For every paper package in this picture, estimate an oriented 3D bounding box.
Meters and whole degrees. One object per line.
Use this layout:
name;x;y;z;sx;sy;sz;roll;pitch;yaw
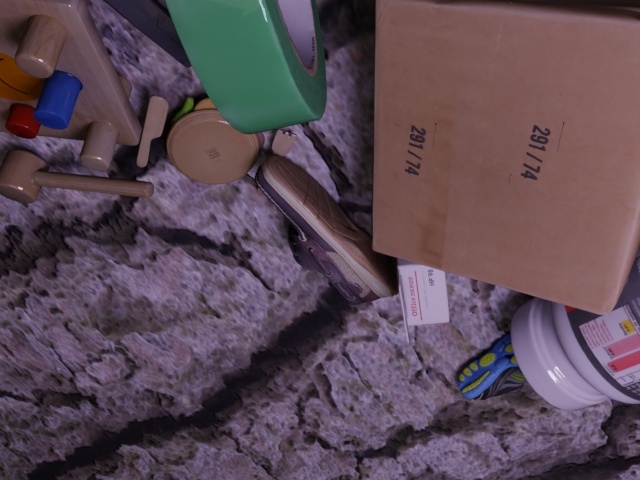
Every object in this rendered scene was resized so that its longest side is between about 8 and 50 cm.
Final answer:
paper package;0.218;-0.122;0.746;0.310;0.168;0.324;16;130;27

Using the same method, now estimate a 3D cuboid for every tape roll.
tape roll;-0.069;-0.263;0.632;0.077;0.321;0.321;-11;123;10

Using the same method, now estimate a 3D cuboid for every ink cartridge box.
ink cartridge box;0.138;0.042;0.918;0.060;0.180;0.104;-7;125;9

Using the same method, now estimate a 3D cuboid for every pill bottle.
pill bottle;0.438;0.089;0.874;0.210;0.210;0.363;31;138;-17

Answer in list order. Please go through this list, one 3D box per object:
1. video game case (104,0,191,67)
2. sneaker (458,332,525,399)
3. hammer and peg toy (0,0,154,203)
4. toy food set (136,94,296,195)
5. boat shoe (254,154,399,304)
video game case;-0.204;-0.309;0.655;0.275;0.248;0.035;38;117;-20
sneaker;0.312;0.202;1.098;0.188;0.067;0.078;-40;135;25
hammer and peg toy;-0.344;-0.171;0.800;0.266;0.127;0.361;6;157;4
toy food set;-0.142;-0.132;0.910;0.192;0.038;0.132;14;131;-19
boat shoe;0.000;0.000;0.947;0.092;0.102;0.285;-34;124;21
